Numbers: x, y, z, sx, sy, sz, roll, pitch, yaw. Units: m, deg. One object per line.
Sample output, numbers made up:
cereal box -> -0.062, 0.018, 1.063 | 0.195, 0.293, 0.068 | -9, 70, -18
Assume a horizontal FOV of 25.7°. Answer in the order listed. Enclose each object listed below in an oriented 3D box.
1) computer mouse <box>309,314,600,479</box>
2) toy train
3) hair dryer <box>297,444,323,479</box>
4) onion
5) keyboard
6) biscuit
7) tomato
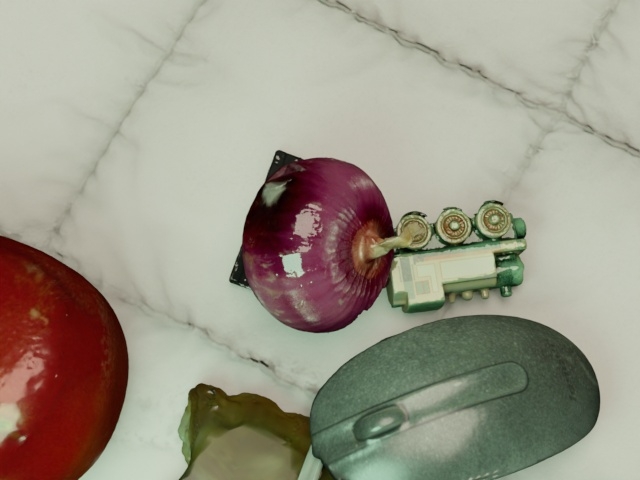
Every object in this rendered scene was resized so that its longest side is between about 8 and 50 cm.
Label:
computer mouse -> 0.170, 0.188, 1.648 | 0.374, 0.114, 0.203 | -15, 70, -23
toy train -> 0.170, 0.022, 1.774 | 0.194, 0.081, 0.125 | -7, 79, -6
hair dryer -> -0.012, 0.291, 1.616 | 0.082, 0.047, 0.137 | 22, 58, -2
onion -> -0.010, -0.002, 1.698 | 0.201, 0.200, 0.207 | 37, 92, 11
keyboard -> -0.061, -0.024, 1.812 | 0.060, 0.018, 0.195 | 21, 69, -2
biscuit -> -0.100, 0.327, 1.644 | 0.329, 0.078, 0.335 | -23, 74, -15
tomato -> -0.377, 0.143, 1.596 | 0.325, 0.293, 0.289 | 23, 81, 16
